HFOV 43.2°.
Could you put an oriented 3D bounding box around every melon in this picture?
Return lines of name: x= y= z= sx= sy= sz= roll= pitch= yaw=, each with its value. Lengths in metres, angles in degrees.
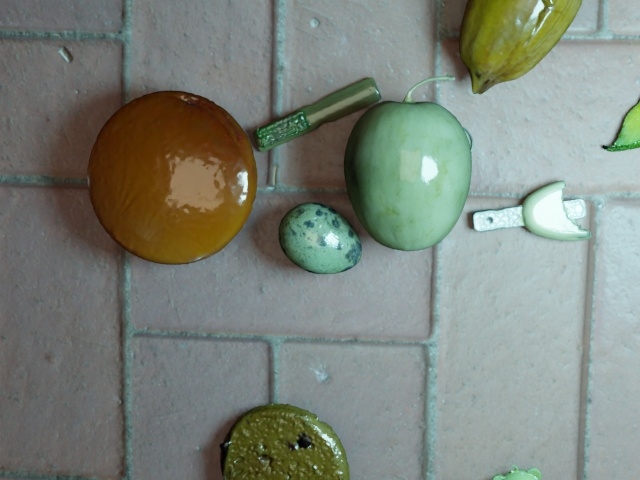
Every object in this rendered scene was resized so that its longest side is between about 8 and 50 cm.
melon: x=0.170 y=-0.135 z=1.582 sx=0.272 sy=0.272 sz=0.308 roll=-17 pitch=84 yaw=8
melon: x=0.677 y=-0.265 z=1.613 sx=0.262 sy=0.053 sz=0.114 roll=-41 pitch=81 yaw=8

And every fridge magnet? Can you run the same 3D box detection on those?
fridge magnet: x=-0.308 y=-0.130 z=1.688 sx=0.364 sy=0.155 sz=0.363 roll=0 pitch=94 yaw=7

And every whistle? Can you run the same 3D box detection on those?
whistle: x=0.431 y=0.575 z=1.685 sx=0.105 sy=0.085 sz=0.227 roll=-15 pitch=93 yaw=17

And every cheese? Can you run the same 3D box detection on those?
cheese: x=0.431 y=-0.050 z=1.657 sx=0.235 sy=0.050 sz=0.127 roll=-8 pitch=96 yaw=9

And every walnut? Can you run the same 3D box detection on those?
walnut: x=0.379 y=-0.436 z=1.565 sx=0.209 sy=0.209 sz=0.336 roll=26 pitch=104 yaw=4

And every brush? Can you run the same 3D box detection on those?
brush: x=-0.010 y=-0.264 z=1.700 sx=0.282 sy=0.048 sz=0.054 roll=-23 pitch=94 yaw=7

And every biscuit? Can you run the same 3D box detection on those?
biscuit: x=-0.076 y=0.489 z=1.746 sx=0.296 sy=0.075 sz=0.296 roll=1 pitch=96 yaw=12

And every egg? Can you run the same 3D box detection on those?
egg: x=0.000 y=0.000 z=1.667 sx=0.182 sy=0.141 sz=0.141 roll=28 pitch=97 yaw=-2

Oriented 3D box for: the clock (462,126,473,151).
clock: x=0.277 y=-0.199 z=1.681 sx=0.085 sy=0.017 sz=0.085 roll=0 pitch=94 yaw=7
